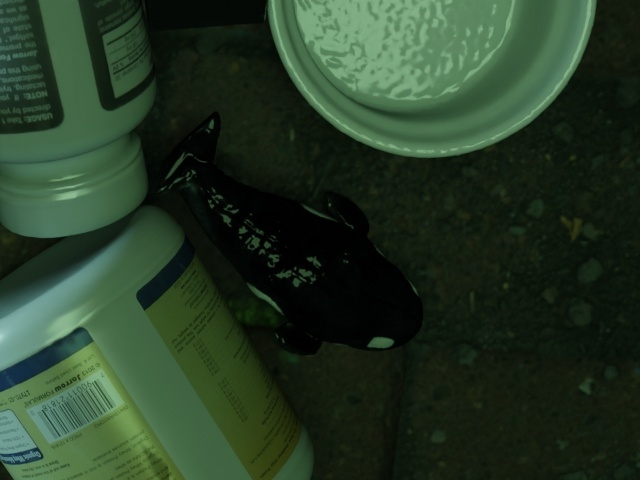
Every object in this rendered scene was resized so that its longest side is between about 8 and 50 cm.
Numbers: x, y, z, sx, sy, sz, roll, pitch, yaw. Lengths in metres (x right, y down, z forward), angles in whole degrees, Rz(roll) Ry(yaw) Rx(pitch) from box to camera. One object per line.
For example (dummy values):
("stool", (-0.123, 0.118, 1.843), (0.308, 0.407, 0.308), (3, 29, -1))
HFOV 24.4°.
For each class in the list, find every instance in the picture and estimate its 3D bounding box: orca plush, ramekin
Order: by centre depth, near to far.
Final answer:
("ramekin", (0.082, -0.215, 1.257), (0.277, 0.135, 0.277), (-2, 100, -10))
("orca plush", (0.000, 0.000, 1.271), (0.287, 0.102, 0.151), (51, 59, -19))

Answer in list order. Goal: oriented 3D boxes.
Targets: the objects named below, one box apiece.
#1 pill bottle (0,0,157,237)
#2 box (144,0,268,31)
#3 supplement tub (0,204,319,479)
("pill bottle", (-0.226, -0.170, 1.167), (0.176, 0.176, 0.319), (-12, 119, -8))
("box", (-0.099, -0.319, 1.126), (0.103, 0.184, 0.261), (-7, 70, -7))
("supplement tub", (-0.146, 0.156, 1.236), (0.228, 0.228, 0.316), (-31, 104, -3))
